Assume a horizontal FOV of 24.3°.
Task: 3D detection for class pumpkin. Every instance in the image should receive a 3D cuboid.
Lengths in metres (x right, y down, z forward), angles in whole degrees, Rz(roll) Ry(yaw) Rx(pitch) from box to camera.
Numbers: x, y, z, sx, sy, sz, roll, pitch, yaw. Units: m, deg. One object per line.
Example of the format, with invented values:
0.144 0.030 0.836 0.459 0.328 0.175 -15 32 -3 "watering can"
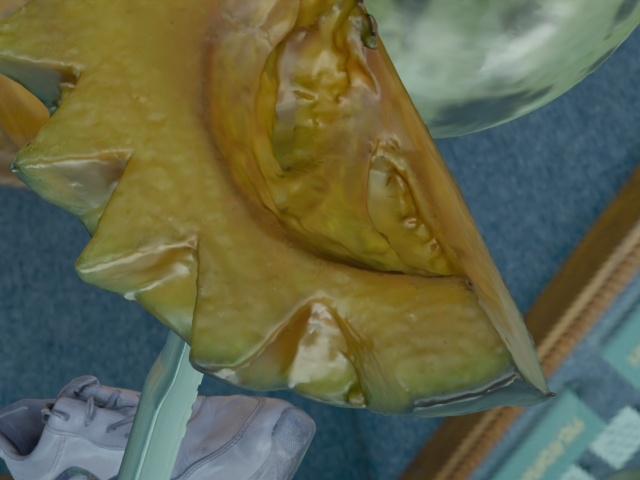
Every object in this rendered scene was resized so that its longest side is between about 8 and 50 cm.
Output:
-0.022 -0.023 0.530 0.130 0.254 0.149 -27 157 6 "pumpkin"

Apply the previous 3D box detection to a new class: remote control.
-0.083 0.076 0.846 0.029 0.061 0.162 14 105 -12 "remote control"

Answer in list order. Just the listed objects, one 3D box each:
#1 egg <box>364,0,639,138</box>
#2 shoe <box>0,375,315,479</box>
0.090 -0.268 1.004 0.345 0.345 0.428 12 127 -29 "egg"
-0.115 0.135 0.975 0.245 0.095 0.137 -27 117 40 "shoe"
